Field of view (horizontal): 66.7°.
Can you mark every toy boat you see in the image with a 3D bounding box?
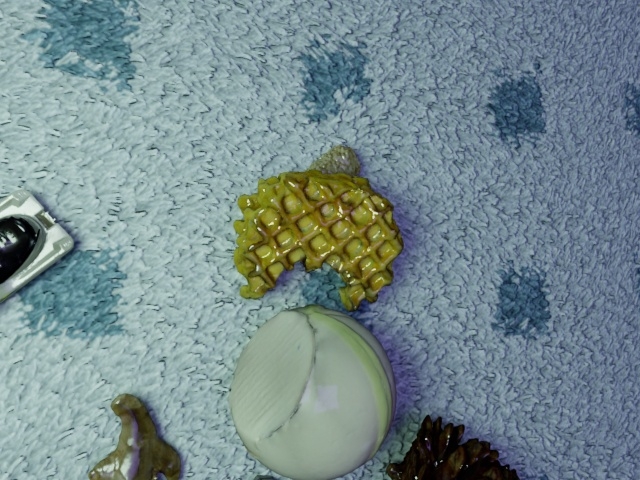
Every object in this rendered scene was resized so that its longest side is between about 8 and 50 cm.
[{"bbox_3d":[-0.540,0.041,0.767,0.141,0.141,0.269,51,58,-10],"label":"toy boat"}]

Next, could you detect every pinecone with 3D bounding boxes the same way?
[{"bbox_3d":[0.271,0.525,0.964,0.296,0.242,0.298,28,71,-14],"label":"pinecone"}]

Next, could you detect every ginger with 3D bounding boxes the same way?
[{"bbox_3d":[-0.340,0.443,0.838,0.166,0.080,0.333,27,70,-31],"label":"ginger"}]

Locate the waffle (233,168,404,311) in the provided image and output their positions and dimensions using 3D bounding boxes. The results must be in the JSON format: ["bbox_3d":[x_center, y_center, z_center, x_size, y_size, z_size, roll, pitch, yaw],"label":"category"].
[{"bbox_3d":[0.000,0.000,0.924,0.324,0.151,0.261,9,115,-22],"label":"waffle"}]

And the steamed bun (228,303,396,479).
[{"bbox_3d":[0.013,0.281,0.878,0.309,0.309,0.309,2,85,-20],"label":"steamed bun"}]

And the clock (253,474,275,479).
[{"bbox_3d":[-0.085,0.574,0.862,0.083,0.186,0.253,11,83,-24],"label":"clock"}]

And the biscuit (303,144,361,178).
[{"bbox_3d":[0.008,-0.129,1.013,0.168,0.070,0.082,-41,108,-20],"label":"biscuit"}]
